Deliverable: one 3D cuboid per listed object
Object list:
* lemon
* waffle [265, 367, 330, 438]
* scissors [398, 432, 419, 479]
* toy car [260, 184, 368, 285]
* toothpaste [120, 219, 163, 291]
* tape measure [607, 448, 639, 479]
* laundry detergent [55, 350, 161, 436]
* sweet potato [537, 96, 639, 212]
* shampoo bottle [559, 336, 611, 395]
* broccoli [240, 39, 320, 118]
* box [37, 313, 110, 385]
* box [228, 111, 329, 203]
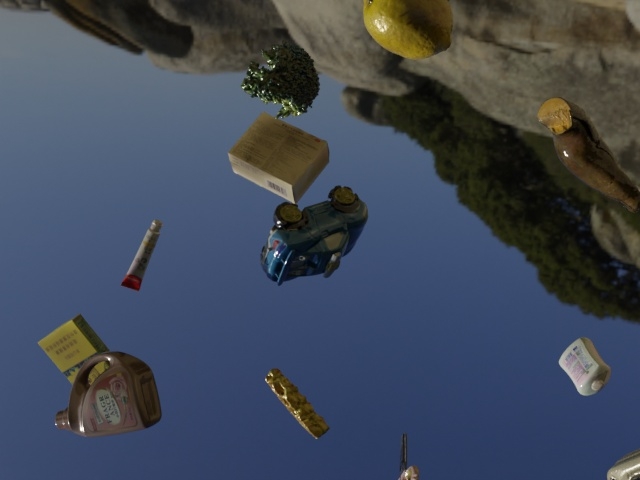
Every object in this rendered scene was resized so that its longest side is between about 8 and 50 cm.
[{"bbox_3d":[0.189,-0.476,1.655,0.207,0.170,0.170,27,-167,-11],"label":"lemon"},{"bbox_3d":[-0.073,0.434,2.109,0.055,0.211,0.160,-40,-167,-12],"label":"waffle"},{"bbox_3d":[0.193,0.548,1.791,0.024,0.160,0.317,23,-155,-3],"label":"scissors"},{"bbox_3d":[0.000,0.000,1.878,0.314,0.198,0.166,-19,-118,-32],"label":"toy car"},{"bbox_3d":[-0.438,0.037,1.922,0.048,0.190,0.031,21,-168,-20],"label":"toothpaste"},{"bbox_3d":[0.863,0.614,1.898,0.133,0.271,0.231,-21,-111,-38],"label":"tape measure"},{"bbox_3d":[-0.454,0.320,1.608,0.237,0.171,0.076,-12,180,22],"label":"laundry detergent"},{"bbox_3d":[0.504,-0.156,1.456,0.085,0.286,0.112,-38,-162,11],"label":"sweet potato"},{"bbox_3d":[0.472,0.227,1.370,0.043,0.072,0.099,26,-158,-23],"label":"shampoo bottle"},{"bbox_3d":[-0.084,-0.312,1.523,0.160,0.154,0.167,-6,-135,42],"label":"broccoli"},{"bbox_3d":[-0.556,0.321,1.901,0.153,0.279,0.041,-30,-169,31],"label":"box"},{"bbox_3d":[-0.108,-0.221,2.037,0.212,0.095,0.168,28,-112,20],"label":"box"}]
